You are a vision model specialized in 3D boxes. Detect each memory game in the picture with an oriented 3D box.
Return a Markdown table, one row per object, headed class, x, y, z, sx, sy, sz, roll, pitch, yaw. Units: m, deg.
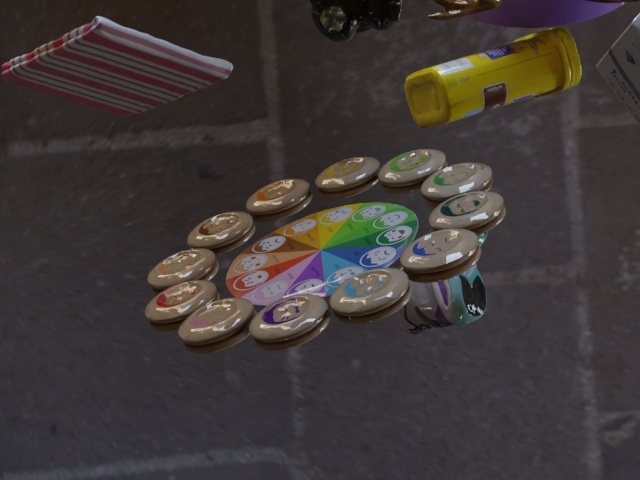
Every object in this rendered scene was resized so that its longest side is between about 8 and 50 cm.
| class | x | y | z | sx | sy | sz | roll | pitch | yaw |
| --- | --- | --- | --- | --- | --- | --- | --- | --- | --- |
| memory game | 0.000 | 0.000 | 0.656 | 0.186 | 0.186 | 0.012 | -26 | 114 | -12 |

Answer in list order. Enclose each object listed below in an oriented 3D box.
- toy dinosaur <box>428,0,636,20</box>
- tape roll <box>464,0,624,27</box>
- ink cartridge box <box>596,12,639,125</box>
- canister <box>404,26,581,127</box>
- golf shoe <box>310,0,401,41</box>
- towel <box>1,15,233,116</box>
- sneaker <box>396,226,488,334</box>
| class | x | y | z | sx | sy | sz | roll | pitch | yaw |
| --- | --- | --- | --- | --- | --- | --- | --- | --- | --- |
| toy dinosaur | 0.115 | -0.172 | 0.836 | 0.211 | 0.112 | 0.064 | 25 | 76 | -21 |
| tape roll | 0.251 | -0.361 | 1.591 | 0.275 | 0.275 | 0.090 | -20 | 133 | -13 |
| ink cartridge box | 0.297 | -0.109 | 1.002 | 0.092 | 0.219 | 0.160 | -37 | 86 | 3 |
| canister | 0.195 | -0.185 | 1.557 | 0.170 | 0.126 | 0.073 | -18 | 95 | -16 |
| golf shoe | 0.010 | -0.313 | 1.172 | 0.105 | 0.120 | 0.273 | -5 | 119 | 0 |
| towel | -0.194 | -0.164 | 1.269 | 0.144 | 0.197 | 0.029 | 14 | 74 | -37 |
| sneaker | 0.065 | 0.011 | 0.824 | 0.038 | 0.069 | 0.098 | 35 | 49 | -37 |
